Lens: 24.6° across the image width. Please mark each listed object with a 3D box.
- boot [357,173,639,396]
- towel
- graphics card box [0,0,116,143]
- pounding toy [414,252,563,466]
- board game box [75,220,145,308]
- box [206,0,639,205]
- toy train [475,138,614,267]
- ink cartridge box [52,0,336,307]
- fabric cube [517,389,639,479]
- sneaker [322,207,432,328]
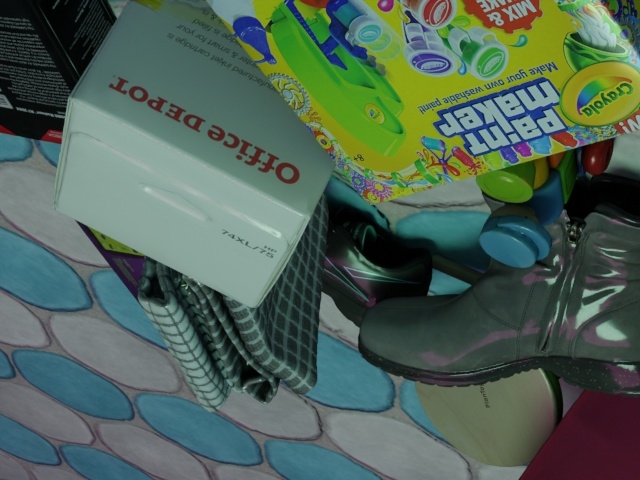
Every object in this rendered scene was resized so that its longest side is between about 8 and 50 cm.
[{"bbox_3d":[0.179,0.026,1.411,0.338,0.118,0.222,-1,126,23],"label":"boot"},{"bbox_3d":[-0.072,-0.007,1.393,0.121,0.283,0.235,-3,145,13],"label":"towel"},{"bbox_3d":[-0.333,-0.242,1.405,0.233,0.094,0.371,12,151,26],"label":"graphics card box"},{"bbox_3d":[0.208,0.124,1.617,0.183,0.110,0.236,23,125,29],"label":"pounding toy"},{"bbox_3d":[-0.160,0.044,1.815,0.208,0.056,0.347,13,151,30],"label":"board game box"},{"bbox_3d":[0.087,-0.204,0.972,0.290,0.177,0.279,-16,121,50],"label":"box"},{"bbox_3d":[0.166,-0.096,1.189,0.105,0.143,0.248,13,150,22],"label":"toy train"},{"bbox_3d":[-0.066,-0.127,1.191,0.198,0.270,0.197,27,153,-2],"label":"ink cartridge box"},{"bbox_3d":[0.350,0.298,1.549,0.259,0.254,0.258,35,155,17],"label":"fabric cube"},{"bbox_3d":[0.000,0.000,1.580,0.267,0.101,0.106,25,129,4],"label":"sneaker"}]
